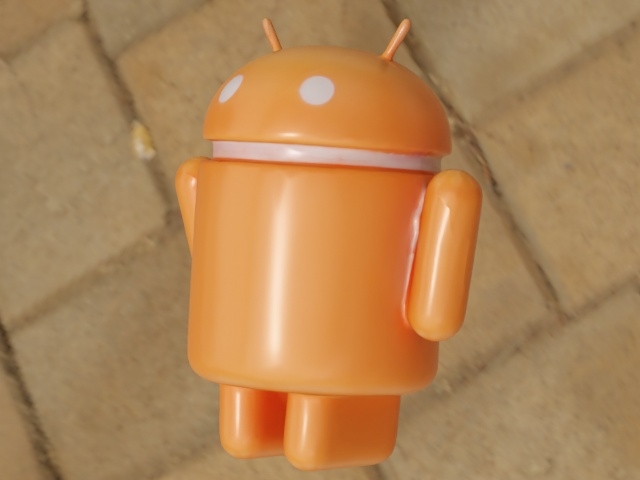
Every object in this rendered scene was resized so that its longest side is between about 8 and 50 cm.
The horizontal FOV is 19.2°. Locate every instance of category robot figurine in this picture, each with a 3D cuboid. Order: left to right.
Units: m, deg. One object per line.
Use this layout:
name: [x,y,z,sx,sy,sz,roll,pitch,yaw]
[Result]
robot figurine: [-0.002,0.000,0.932,0.128,0.158,0.219,4,92,-12]
